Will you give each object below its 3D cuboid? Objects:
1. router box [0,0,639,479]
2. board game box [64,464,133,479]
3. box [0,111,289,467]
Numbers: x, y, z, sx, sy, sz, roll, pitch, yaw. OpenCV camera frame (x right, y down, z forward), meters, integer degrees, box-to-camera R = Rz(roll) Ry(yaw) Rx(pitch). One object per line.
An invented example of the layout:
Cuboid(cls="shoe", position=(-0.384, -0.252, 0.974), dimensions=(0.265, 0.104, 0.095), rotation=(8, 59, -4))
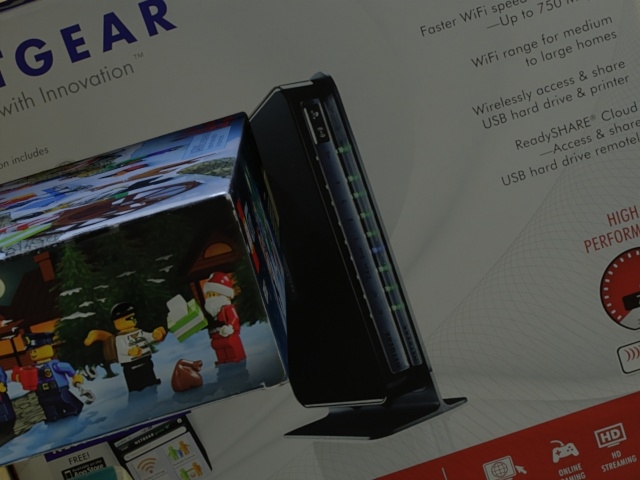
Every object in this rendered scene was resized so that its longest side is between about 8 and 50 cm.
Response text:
Cuboid(cls="router box", position=(0.000, 0.000, 0.806), dimensions=(0.082, 0.335, 0.301), rotation=(-104, 175, -76))
Cuboid(cls="board game box", position=(-0.044, 0.277, 0.696), dimensions=(0.336, 0.079, 0.253), rotation=(70, 2, -57))
Cuboid(cls="box", position=(-0.091, 0.015, 0.466), dimensions=(0.233, 0.159, 0.044), rotation=(-104, 178, -82))
